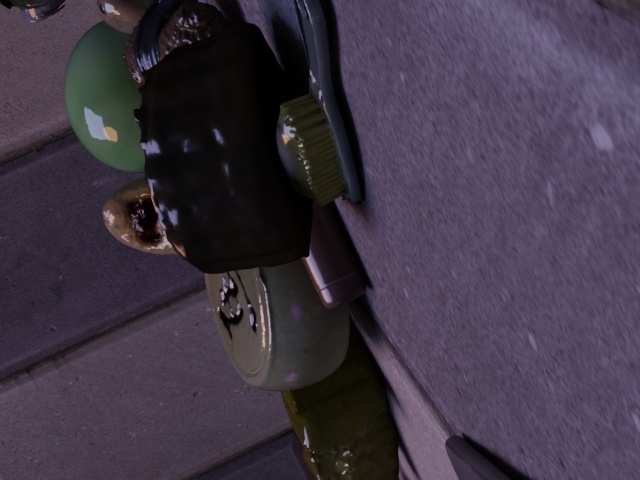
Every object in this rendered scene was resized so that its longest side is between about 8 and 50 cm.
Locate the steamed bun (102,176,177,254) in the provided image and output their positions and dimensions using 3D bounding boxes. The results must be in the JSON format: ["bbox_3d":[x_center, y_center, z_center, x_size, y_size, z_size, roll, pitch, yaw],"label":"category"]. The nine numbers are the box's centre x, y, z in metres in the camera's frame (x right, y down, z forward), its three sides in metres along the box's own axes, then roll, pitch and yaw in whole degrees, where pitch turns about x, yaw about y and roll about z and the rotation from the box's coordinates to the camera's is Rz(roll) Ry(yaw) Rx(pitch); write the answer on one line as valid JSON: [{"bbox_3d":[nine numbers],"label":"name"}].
[{"bbox_3d":[-0.266,-0.044,2.100,0.172,0.155,0.140,-151,58,-79],"label":"steamed bun"}]

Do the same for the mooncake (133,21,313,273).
[{"bbox_3d":[-0.085,-0.081,1.228,0.228,0.124,0.228,-13,-90,-78],"label":"mooncake"}]

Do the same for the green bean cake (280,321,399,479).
[{"bbox_3d":[0.017,0.212,1.707,0.236,0.124,0.233,74,170,-52],"label":"green bean cake"}]

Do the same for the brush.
[{"bbox_3d":[-0.013,-0.107,1.076,0.297,0.060,0.068,76,169,-60],"label":"brush"}]

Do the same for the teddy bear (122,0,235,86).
[{"bbox_3d":[-0.157,-0.216,1.502,0.182,0.129,0.251,65,174,-17],"label":"teddy bear"}]

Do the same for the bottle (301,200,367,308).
[{"bbox_3d":[0.000,0.000,1.386,0.140,0.053,0.053,65,173,-1],"label":"bottle"}]

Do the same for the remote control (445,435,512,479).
[{"bbox_3d":[0.151,0.214,1.121,0.261,0.029,0.067,-164,49,-84],"label":"remote control"}]

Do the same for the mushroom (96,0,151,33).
[{"bbox_3d":[-0.263,-0.329,1.831,0.085,0.085,0.079,92,-167,-75],"label":"mushroom"}]

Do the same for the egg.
[{"bbox_3d":[-0.301,-0.237,2.141,0.220,0.220,0.269,75,179,-55],"label":"egg"}]

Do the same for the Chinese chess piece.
[{"bbox_3d":[-0.056,0.050,1.539,0.250,0.101,0.250,168,90,-69],"label":"Chinese chess piece"}]

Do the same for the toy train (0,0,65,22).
[{"bbox_3d":[-0.349,-0.442,1.656,0.173,0.249,0.307,37,153,50],"label":"toy train"}]
